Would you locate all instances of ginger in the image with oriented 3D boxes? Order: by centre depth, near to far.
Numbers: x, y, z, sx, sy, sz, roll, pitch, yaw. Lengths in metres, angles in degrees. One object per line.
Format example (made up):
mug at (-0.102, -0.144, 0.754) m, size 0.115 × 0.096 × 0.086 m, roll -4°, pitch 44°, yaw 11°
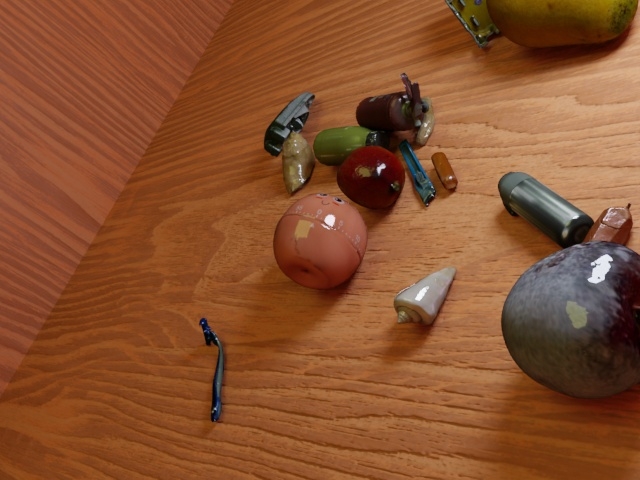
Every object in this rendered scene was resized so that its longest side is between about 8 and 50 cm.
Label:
ginger at (0.278, -0.334, 1.919) m, size 0.069 × 0.051 × 0.173 m, roll -32°, pitch 34°, yaw 31°
ginger at (-0.083, -0.246, 2.218) m, size 0.115 × 0.123 × 0.193 m, roll -11°, pitch 52°, yaw 18°

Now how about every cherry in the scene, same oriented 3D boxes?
cherry at (0.423, 0.127, 1.127) m, size 0.296 × 0.218 × 0.255 m, roll -19°, pitch 42°, yaw 55°

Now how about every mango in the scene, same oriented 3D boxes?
mango at (0.568, -0.576, 1.663) m, size 0.378 × 0.221 × 0.264 m, roll 34°, pitch 94°, yaw 44°

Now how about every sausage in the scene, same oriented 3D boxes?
sausage at (0.510, 0.005, 1.280) m, size 0.169 × 0.065 × 0.065 m, roll -56°, pitch 33°, yaw -10°
sausage at (0.304, -0.169, 1.728) m, size 0.039 × 0.041 × 0.131 m, roll -20°, pitch 39°, yaw 6°

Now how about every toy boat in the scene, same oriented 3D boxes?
toy boat at (-0.089, -0.407, 2.369) m, size 0.319 × 0.092 × 0.141 m, roll -58°, pitch -2°, yaw -43°

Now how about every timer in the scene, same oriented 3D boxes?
timer at (0.000, 0.000, 1.752) m, size 0.229 × 0.229 × 0.215 m, roll -11°, pitch 43°, yaw 45°

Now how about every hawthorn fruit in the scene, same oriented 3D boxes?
hawthorn fruit at (0.138, -0.153, 1.809) m, size 0.169 × 0.169 × 0.188 m, roll -49°, pitch 44°, yaw 3°

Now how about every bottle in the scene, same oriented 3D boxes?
bottle at (0.444, -0.059, 1.420) m, size 0.254 × 0.079 × 0.096 m, roll -125°, pitch 39°, yaw -55°
bottle at (0.092, -0.272, 2.024) m, size 0.260 × 0.112 × 0.112 m, roll 6°, pitch 62°, yaw 53°

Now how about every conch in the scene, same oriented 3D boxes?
conch at (0.217, 0.113, 1.505) m, size 0.176 × 0.094 × 0.104 m, roll -60°, pitch -6°, yaw -22°

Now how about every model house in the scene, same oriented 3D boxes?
model house at (0.438, -0.685, 1.918) m, size 0.198 × 0.224 × 0.215 m, roll -36°, pitch 36°, yaw 22°

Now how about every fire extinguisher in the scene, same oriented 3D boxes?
fire extinguisher at (0.196, -0.365, 1.901) m, size 0.106 × 0.147 × 0.337 m, roll -26°, pitch 14°, yaw -15°

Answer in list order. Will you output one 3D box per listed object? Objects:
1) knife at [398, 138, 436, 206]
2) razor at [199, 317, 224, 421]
knife at (0.245, -0.182, 1.829) m, size 0.044 × 0.026 × 0.297 m, roll -50°, pitch 31°, yaw 23°
razor at (-0.284, 0.351, 1.912) m, size 0.056 × 0.093 × 0.324 m, roll -11°, pitch 41°, yaw -5°
